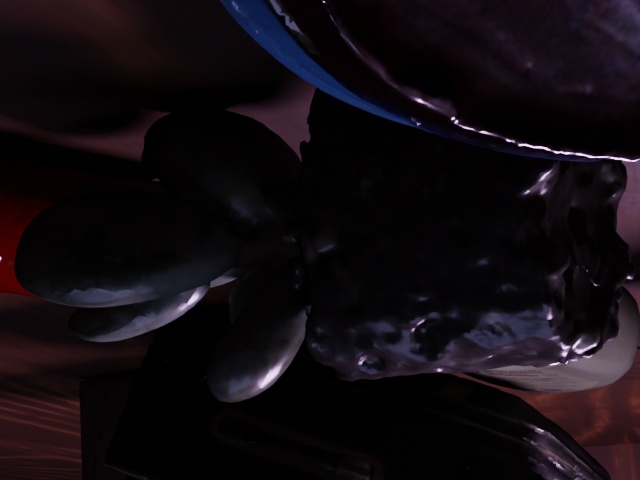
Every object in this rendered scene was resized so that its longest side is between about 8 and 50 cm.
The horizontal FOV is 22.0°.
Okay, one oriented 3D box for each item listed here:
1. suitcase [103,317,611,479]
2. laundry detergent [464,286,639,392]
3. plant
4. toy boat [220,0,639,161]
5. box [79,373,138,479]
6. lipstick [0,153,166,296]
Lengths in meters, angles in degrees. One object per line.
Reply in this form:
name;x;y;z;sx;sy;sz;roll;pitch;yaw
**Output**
suitcase;0.043;0.198;1.375;0.434;0.194;0.283;13;166;31
laundry detergent;0.129;0.055;1.196;0.181;0.091;0.253;3;172;22
plant;0.002;0.000;0.771;0.274;0.149;0.146;-4;168;21
toy boat;0.035;-0.088;0.528;0.223;0.100;0.097;17;-167;-45
box;-0.077;0.227;1.741;0.297;0.190;0.225;-10;167;37
lipstick;-0.167;-0.009;0.847;0.080;0.080;0.241;-13;166;39
